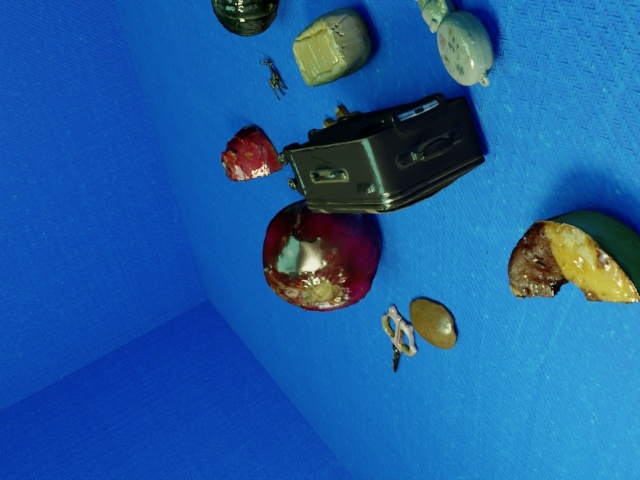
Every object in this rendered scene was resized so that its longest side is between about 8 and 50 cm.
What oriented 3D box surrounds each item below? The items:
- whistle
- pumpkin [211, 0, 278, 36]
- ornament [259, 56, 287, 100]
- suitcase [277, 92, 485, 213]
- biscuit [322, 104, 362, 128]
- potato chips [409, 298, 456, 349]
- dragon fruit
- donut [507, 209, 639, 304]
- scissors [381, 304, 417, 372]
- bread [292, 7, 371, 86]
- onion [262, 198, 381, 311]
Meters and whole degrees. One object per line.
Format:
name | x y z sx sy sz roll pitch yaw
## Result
whistle | 0.229 -0.373 1.152 0.258 0.067 0.126 60 171 17
pumpkin | -0.195 -0.627 1.657 0.220 0.161 0.221 55 156 40
ornament | -0.139 -0.473 1.898 0.125 0.028 0.073 57 158 6
suitcase | 0.113 -0.169 1.359 0.434 0.283 0.194 3 117 63
biscuit | 0.067 -0.276 1.674 0.138 0.031 0.205 65 157 -8
potato chips | 0.290 0.226 1.752 0.201 0.049 0.150 21 130 67
dragon fruit | -0.252 -0.297 2.231 0.261 0.163 0.189 28 113 55
donut | 0.426 0.016 1.115 0.295 0.112 0.151 -11 104 66
scissors | 0.236 0.323 2.017 0.160 0.024 0.318 46 154 33
bread | 0.027 -0.430 1.471 0.140 0.106 0.236 65 159 -10
onion | 0.000 0.000 1.851 0.385 0.347 0.348 -89 -5 -47
